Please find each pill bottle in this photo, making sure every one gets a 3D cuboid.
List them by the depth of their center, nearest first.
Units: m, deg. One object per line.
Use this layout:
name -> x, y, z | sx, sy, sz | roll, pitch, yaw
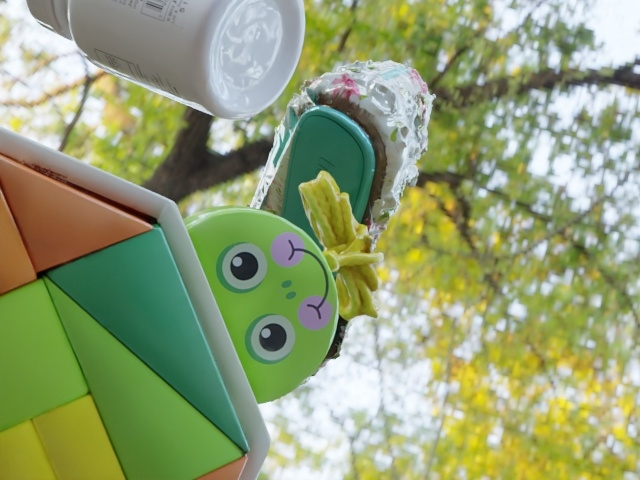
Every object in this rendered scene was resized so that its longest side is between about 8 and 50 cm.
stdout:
pill bottle -> -0.137, -0.194, 1.246 | 0.229, 0.131, 0.131 | 24, -38, 33

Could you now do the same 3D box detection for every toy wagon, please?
toy wagon -> -0.129, 0.063, 0.589 | 0.344, 0.068, 0.267 | -23, -78, -11

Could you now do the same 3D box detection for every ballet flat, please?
ballet flat -> 0.000, 0.000, 0.767 | 0.091, 0.077, 0.241 | 39, -44, 8
